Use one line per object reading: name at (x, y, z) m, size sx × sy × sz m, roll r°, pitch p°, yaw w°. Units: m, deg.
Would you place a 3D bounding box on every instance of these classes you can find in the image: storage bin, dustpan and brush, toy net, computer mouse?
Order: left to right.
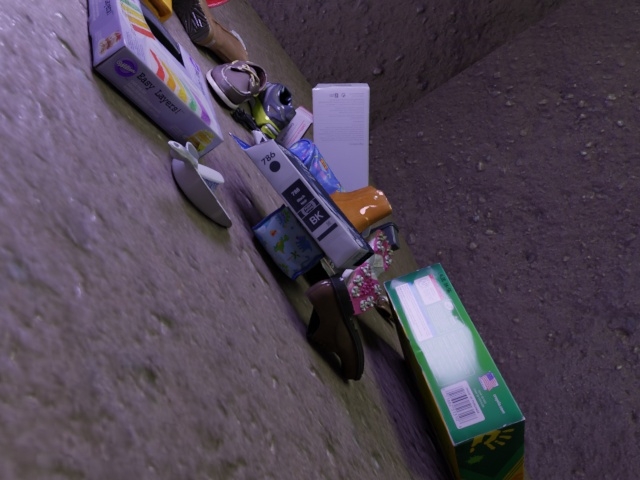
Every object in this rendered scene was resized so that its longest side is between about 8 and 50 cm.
dustpan and brush at (-0.196, -0.107, 0.895) m, size 0.147 × 0.060 × 0.211 m, roll 62°, pitch 12°, yaw 15°
toy net at (-0.287, -0.639, 1.866) m, size 0.122 × 0.045 × 0.232 m, roll 48°, pitch 14°, yaw -33°
computer mouse at (-0.152, -0.246, 1.456) m, size 0.193 × 0.042 × 0.106 m, roll 55°, pitch 7°, yaw 10°
storage bin at (0.241, 0.006, 2.195) m, size 0.098 × 0.135 × 0.091 m, roll 42°, pitch 32°, yaw -53°

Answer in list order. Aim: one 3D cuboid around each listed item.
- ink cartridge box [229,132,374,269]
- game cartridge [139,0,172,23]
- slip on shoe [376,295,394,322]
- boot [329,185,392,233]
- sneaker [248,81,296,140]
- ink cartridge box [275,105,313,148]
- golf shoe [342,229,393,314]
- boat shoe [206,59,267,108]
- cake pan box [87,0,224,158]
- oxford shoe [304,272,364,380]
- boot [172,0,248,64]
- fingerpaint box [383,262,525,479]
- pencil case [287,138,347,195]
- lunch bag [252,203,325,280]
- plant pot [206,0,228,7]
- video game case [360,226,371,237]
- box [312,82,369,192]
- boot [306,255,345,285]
ink cartridge box at (-0.030, -0.088, 1.105) m, size 0.333 × 0.065 × 0.165 m, roll 50°, pitch 9°, yaw 11°
game cartridge at (-0.444, -0.667, 1.298) m, size 0.285 × 0.052 × 0.324 m, roll 48°, pitch 16°, yaw -39°
slip on shoe at (0.207, 0.221, 1.736) m, size 0.041 × 0.051 × 0.135 m, roll -61°, pitch 139°, yaw -30°
boot at (0.082, -0.040, 1.440) m, size 0.295 × 0.211 × 0.104 m, roll -108°, pitch 180°, yaw -52°
sneaker at (-0.148, -0.425, 1.700) m, size 0.111 × 0.121 × 0.300 m, roll 42°, pitch 21°, yaw -53°
ink cartridge box at (-0.076, -0.347, 1.780) m, size 0.067 × 0.115 × 0.198 m, roll 34°, pitch 16°, yaw -7°
golf shoe at (0.084, 0.088, 1.440) m, size 0.115 × 0.140 × 0.306 m, roll 67°, pitch 31°, yaw -21°
boat shoe at (-0.209, -0.419, 1.504) m, size 0.117 × 0.096 × 0.324 m, roll 56°, pitch 12°, yaw -10°
cake pan box at (-0.288, -0.303, 0.998) m, size 0.246 × 0.070 × 0.267 m, roll 47°, pitch 15°, yaw -48°
oxford shoe at (0.022, 0.171, 1.058) m, size 0.083 × 0.096 × 0.227 m, roll -126°, pitch -162°, yaw -65°
boot at (-0.311, -0.607, 1.608) m, size 0.269 × 0.089 × 0.236 m, roll -3°, pitch 75°, yaw -75°
fingerpaint box at (0.324, 0.344, 1.390) m, size 0.445 × 0.163 × 0.371 m, roll -109°, pitch 179°, yaw -45°
pencil case at (0.004, -0.141, 1.614) m, size 0.306 × 0.119 × 0.133 m, roll 51°, pitch 12°, yaw -30°
lunch bag at (-0.057, 0.004, 1.117) m, size 0.129 × 0.096 × 0.151 m, roll 53°, pitch -3°, yaw 2°
plant pot at (-0.358, -0.836, 1.607) m, size 0.243 × 0.275 × 0.275 m, roll 54°, pitch 9°, yaw 30°
video game case at (0.126, -0.004, 1.702) m, size 0.173 × 0.022 × 0.191 m, roll -75°, pitch 177°, yaw -73°
box at (0.066, -0.305, 1.782) m, size 0.215 × 0.168 × 0.346 m, roll -80°, pitch 170°, yaw -72°
boot at (0.000, 0.000, 1.266) m, size 0.137 × 0.076 × 0.198 m, roll -43°, pitch 115°, yaw -50°
